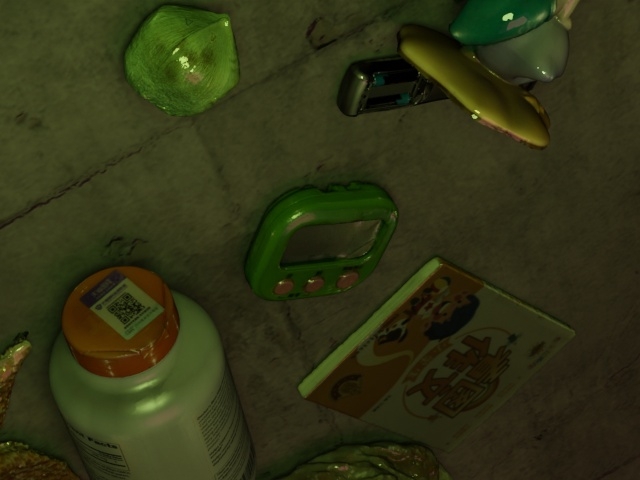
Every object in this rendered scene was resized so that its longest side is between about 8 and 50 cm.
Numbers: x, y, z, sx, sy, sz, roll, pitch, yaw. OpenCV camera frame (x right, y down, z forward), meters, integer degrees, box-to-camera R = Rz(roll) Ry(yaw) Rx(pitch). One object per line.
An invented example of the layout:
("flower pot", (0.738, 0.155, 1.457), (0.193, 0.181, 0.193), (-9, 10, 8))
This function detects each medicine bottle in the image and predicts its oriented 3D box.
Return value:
("medicine bottle", (-0.154, 0.144, 1.658), (0.157, 0.157, 0.288), (-25, 143, -11))

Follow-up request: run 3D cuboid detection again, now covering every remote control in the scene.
("remote control", (0.112, -0.145, 1.632), (0.212, 0.028, 0.059), (-10, 137, -28))

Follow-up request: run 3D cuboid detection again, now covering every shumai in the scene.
("shumai", (0.052, 0.387, 2.013), (0.314, 0.262, 0.267), (0, 132, -35))

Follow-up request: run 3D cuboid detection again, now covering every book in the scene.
("book", (0.131, 0.129, 1.975), (0.208, 0.020, 0.295), (-45, 143, 15))

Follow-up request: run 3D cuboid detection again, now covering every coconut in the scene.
("coconut", (-0.104, -0.142, 1.427), (0.096, 0.088, 0.088), (-44, 143, 23))

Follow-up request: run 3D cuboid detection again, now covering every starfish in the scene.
("starfish", (-0.333, 0.204, 1.676), (0.299, 0.060, 0.302), (-9, 137, -26))

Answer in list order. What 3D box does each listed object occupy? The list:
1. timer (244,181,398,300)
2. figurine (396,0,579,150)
("timer", (0.000, 0.000, 1.701), (0.140, 0.047, 0.128), (-6, 138, -33))
("figurine", (0.187, -0.223, 1.485), (0.208, 0.181, 0.257), (26, 110, -18))
